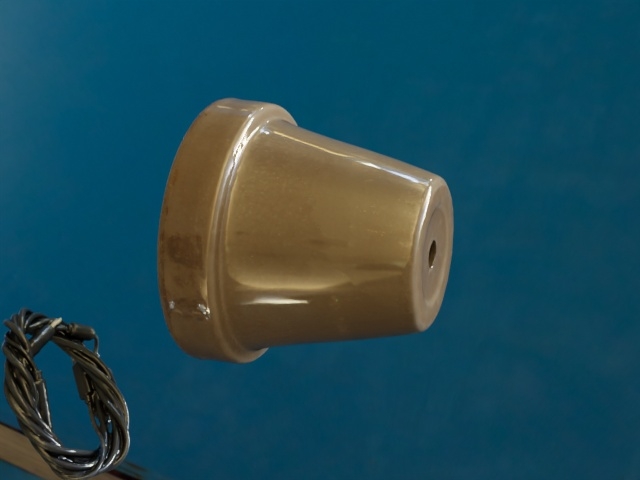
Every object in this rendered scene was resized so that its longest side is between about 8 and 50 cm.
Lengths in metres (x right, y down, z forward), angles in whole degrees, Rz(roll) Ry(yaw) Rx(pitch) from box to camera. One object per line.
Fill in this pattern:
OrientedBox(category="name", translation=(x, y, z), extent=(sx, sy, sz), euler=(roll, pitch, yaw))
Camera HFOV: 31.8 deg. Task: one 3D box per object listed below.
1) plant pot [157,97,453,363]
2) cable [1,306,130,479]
OrientedBox(category="plant pot", translation=(0.000, 0.000, 1.081), extent=(0.229, 0.263, 0.263), euler=(7, -112, 20))
OrientedBox(category="cable", translation=(-0.247, 0.146, 1.088), extent=(0.047, 0.150, 0.184), euler=(-29, -129, 17))
